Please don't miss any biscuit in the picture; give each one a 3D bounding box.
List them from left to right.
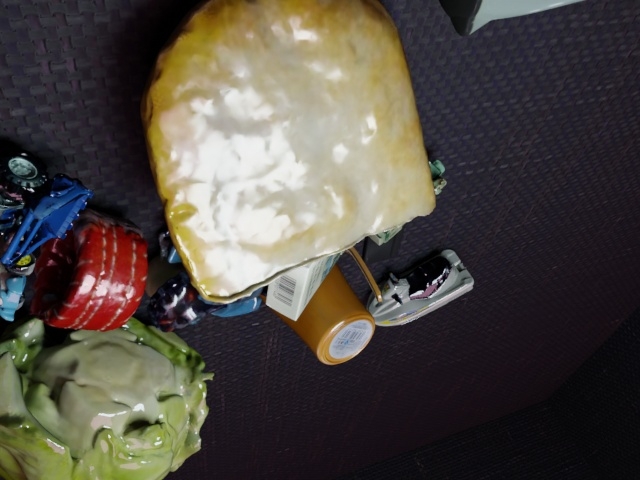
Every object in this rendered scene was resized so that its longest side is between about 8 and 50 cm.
[{"bbox_3d":[-0.044,-0.147,0.828,0.429,0.104,0.446,-28,122,-16],"label":"biscuit"}]

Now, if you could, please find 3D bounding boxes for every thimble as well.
[{"bbox_3d":[-0.363,0.046,0.914,0.163,0.190,0.125,6,173,43],"label":"thimble"}]

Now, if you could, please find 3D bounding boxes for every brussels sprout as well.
[{"bbox_3d":[-0.443,0.337,1.098,0.425,0.342,0.361,17,121,-31],"label":"brussels sprout"}]

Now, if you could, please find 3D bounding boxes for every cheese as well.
[{"bbox_3d":[-0.280,0.049,1.087,0.092,0.047,0.171,6,129,-34],"label":"cheese"}]

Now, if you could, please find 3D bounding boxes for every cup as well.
[{"bbox_3d":[0.006,0.106,1.179,0.226,0.264,0.182,-30,139,-15],"label":"cup"}]

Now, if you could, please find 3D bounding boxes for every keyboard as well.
[{"bbox_3d":[0.151,-0.051,1.261,0.101,0.018,0.310,-15,144,-14],"label":"keyboard"}]

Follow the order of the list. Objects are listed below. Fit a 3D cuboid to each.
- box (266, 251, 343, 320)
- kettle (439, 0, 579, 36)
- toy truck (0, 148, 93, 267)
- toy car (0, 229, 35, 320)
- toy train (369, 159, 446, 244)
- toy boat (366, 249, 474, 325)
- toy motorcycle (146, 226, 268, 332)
[{"bbox_3d":[0.000,0.000,1.053,0.256,0.069,0.164,-54,167,-37],"label":"box"},{"bbox_3d":[0.268,-0.410,0.765,0.236,0.161,0.221,-18,117,-8],"label":"kettle"},{"bbox_3d":[-0.425,-0.054,0.761,0.208,0.126,0.113,26,124,-30],"label":"toy truck"},{"bbox_3d":[-0.477,0.032,0.849,0.098,0.161,0.126,13,132,-28],"label":"toy car"},{"bbox_3d":[0.163,-0.078,1.129,0.194,0.081,0.125,-40,166,-7],"label":"toy train"},{"bbox_3d":[0.238,0.116,1.440,0.269,0.141,0.141,-20,145,-5],"label":"toy boat"},{"bbox_3d":[-0.137,0.003,1.038,0.416,0.172,0.232,-53,154,12],"label":"toy motorcycle"}]
